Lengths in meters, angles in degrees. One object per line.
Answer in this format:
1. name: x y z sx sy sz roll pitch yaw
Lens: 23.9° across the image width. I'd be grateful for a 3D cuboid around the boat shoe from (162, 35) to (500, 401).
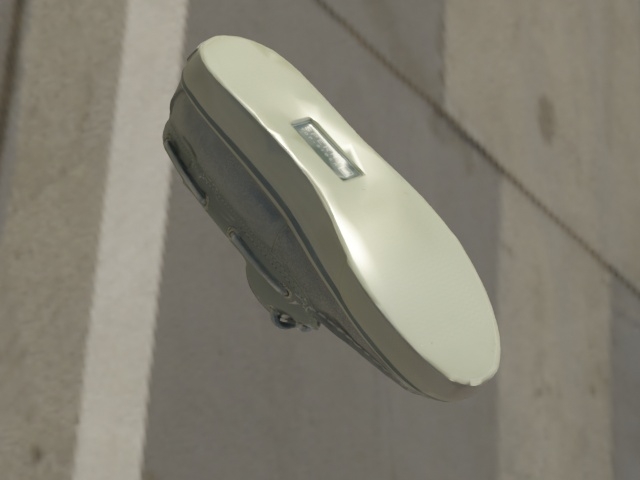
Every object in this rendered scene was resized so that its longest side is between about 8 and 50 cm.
1. boat shoe: -0.001 0.000 0.747 0.079 0.081 0.227 -14 57 -45
